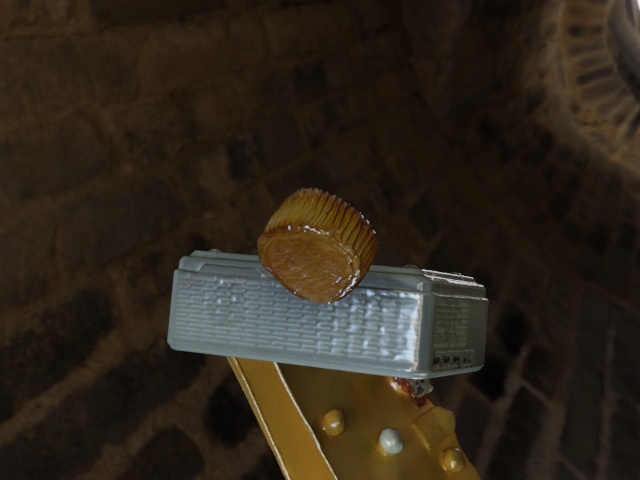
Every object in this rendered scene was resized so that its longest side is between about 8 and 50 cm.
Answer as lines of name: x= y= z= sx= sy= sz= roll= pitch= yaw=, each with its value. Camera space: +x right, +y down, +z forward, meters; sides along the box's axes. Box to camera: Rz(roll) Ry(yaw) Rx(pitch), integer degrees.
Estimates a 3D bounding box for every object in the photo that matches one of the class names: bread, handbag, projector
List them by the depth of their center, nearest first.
bread: x=0.000 y=0.000 z=0.701 sx=0.053 sy=0.085 sz=0.085 roll=-64 pitch=-38 yaw=-40
projector: x=0.012 y=0.066 z=0.927 sx=0.192 sy=0.257 sz=0.099 roll=13 pitch=-99 yaw=-64
handbag: x=0.053 y=0.231 z=1.427 sx=0.283 sy=0.133 sz=0.401 roll=-15 pitch=-109 yaw=-50
